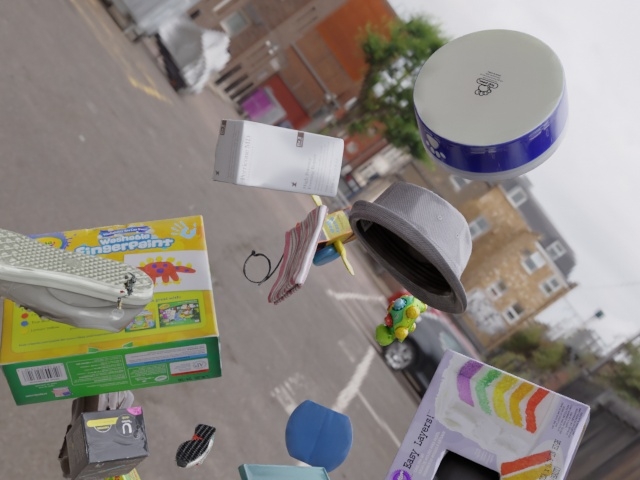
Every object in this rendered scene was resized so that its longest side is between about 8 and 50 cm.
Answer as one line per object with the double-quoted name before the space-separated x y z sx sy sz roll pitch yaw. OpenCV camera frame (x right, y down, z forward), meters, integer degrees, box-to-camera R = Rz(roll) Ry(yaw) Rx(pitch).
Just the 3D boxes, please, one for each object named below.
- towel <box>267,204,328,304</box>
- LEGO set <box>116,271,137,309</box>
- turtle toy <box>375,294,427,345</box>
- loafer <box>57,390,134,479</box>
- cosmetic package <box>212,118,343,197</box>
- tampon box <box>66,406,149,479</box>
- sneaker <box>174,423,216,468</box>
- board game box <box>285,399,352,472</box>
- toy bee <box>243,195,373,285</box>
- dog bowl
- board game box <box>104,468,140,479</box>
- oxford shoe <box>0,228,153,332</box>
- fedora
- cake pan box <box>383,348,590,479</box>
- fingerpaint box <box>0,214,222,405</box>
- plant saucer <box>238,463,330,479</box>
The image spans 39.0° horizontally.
"towel" -0.043 0.028 1.548 0.029 0.144 0.197 20 -19 -11
"LEGO set" -0.339 0.087 1.599 0.023 0.083 0.054 15 54 -18
"turtle toy" 0.160 0.162 1.837 0.066 0.130 0.095 33 14 14
"loafer" -0.537 0.414 2.085 0.366 0.133 0.130 -97 161 -71
"cosmetic package" -0.075 -0.148 1.656 0.231 0.117 0.085 4 6 -40
"tampon box" -0.419 0.399 1.767 0.161 0.120 0.101 -46 -127 52
"sneaker" -0.263 0.453 1.906 0.057 0.075 0.161 13 18 8
"board game box" 0.001 0.440 2.029 0.168 0.133 0.033 17 -5 30
"toy bee" 0.000 0.000 1.831 0.195 0.298 0.162 43 -13 8
"dog bowl" 0.297 -0.239 1.581 0.265 0.265 0.104 55 -4 35
"board game box" -0.480 0.574 2.187 0.092 0.043 0.181 63 -6 2
"oxford shoe" -0.541 0.076 1.690 0.449 0.130 0.169 18 21 -17
"fedora" 0.181 -0.005 1.609 0.275 0.124 0.243 44 -15 -16
"cake pan box" 0.252 0.332 1.390 0.245 0.267 0.070 22 -23 23
"fingerpaint box" -0.460 0.147 2.010 0.163 0.444 0.371 92 -13 -46
"plant saucer" -0.069 0.481 1.838 0.192 0.018 0.067 7 22 -21
